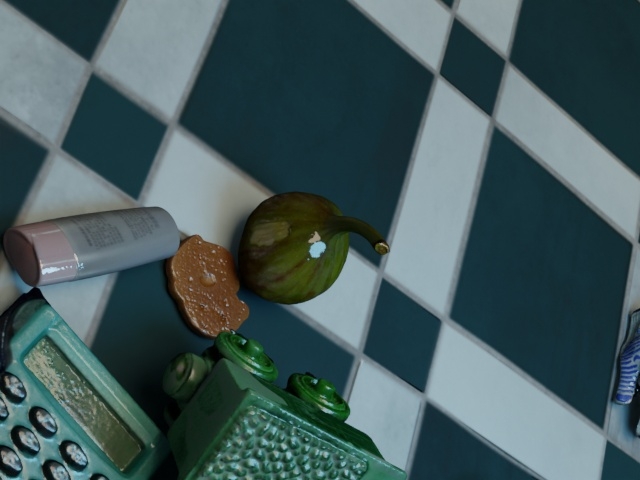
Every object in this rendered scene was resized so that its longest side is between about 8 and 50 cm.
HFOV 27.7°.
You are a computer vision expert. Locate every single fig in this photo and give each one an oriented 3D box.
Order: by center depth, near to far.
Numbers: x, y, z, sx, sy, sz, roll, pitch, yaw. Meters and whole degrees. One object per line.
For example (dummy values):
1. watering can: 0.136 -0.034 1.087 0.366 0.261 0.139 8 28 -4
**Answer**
1. fig: 0.000 0.000 1.569 0.149 0.245 0.149 9 75 -35

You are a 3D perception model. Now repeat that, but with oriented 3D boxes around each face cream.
1. face cream: -0.254 0.005 1.464 0.198 0.057 0.084 -12 50 -43

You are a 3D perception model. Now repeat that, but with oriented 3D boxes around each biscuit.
1. biscuit: -0.139 0.057 1.578 0.102 0.019 0.130 -22 90 -43

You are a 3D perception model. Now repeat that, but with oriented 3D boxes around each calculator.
1. calculator: -0.302 0.219 1.348 0.248 0.058 0.274 51 49 -15

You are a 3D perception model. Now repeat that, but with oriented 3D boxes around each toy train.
1. toy train: -0.055 0.220 1.455 0.266 0.202 0.145 31 101 -29

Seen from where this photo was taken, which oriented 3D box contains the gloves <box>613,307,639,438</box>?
1. gloves: 0.531 0.210 2.082 0.119 0.097 0.229 14 67 -5
